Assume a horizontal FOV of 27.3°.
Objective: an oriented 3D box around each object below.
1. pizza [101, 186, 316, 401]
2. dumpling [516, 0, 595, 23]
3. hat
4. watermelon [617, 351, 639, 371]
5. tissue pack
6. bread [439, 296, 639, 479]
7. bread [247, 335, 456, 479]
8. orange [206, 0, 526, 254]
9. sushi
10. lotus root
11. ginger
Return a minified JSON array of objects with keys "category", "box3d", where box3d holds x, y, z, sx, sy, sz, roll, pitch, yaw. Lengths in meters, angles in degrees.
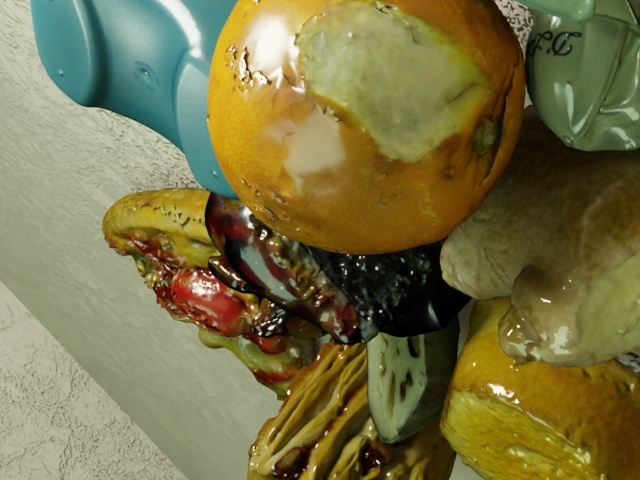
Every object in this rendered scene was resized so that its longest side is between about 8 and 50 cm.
[{"category":"pizza","box3d":[-0.123,0.096,1.823,0.406,0.130,0.440,55,155,-21]},{"category":"dumpling","box3d":[0.108,-0.233,0.857,0.217,0.105,0.149,42,164,11]},{"category":"hat","box3d":[0.193,-0.135,0.950,0.122,0.081,0.166,-1,122,56]},{"category":"watermelon","box3d":[0.301,0.082,1.171,0.187,0.071,0.139,40,166,-14]},{"category":"tissue pack","box3d":[-0.100,-0.190,1.180,0.287,0.206,0.198,31,146,23]},{"category":"bread","box3d":[0.238,0.178,1.342,0.268,0.145,0.268,32,155,16]},{"category":"bread","box3d":[0.062,0.296,1.657,0.191,0.314,0.370,22,147,23]},{"category":"orange","box3d":[0.034,-0.103,0.967,0.240,0.240,0.240,35,157,18]},{"category":"sushi","box3d":[0.000,-0.001,1.325,0.215,0.212,0.227,7,137,55]},{"category":"lotus root","box3d":[0.112,0.124,1.474,0.078,0.203,0.183,4,167,-18]},{"category":"ginger","box3d":[0.189,0.003,1.029,0.130,0.221,0.276,36,154,-28]}]
